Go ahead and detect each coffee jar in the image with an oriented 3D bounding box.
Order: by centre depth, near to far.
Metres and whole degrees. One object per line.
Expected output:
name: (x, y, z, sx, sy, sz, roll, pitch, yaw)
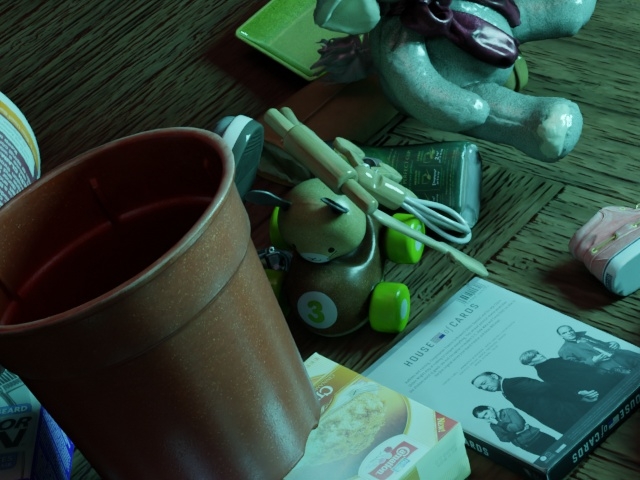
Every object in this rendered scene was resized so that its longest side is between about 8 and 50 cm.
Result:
coffee jar: (0.077, -0.060, 2.013, 0.184, 0.079, 0.096, 3, 84, 22)

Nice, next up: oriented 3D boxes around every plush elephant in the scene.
plush elephant: (0.125, -0.265, 2.001, 0.330, 0.255, 0.271, 5, 51, 20)

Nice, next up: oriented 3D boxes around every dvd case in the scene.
dvd case: (0.180, 0.129, 1.781, 0.179, 0.029, 0.239, -38, 41, -28)

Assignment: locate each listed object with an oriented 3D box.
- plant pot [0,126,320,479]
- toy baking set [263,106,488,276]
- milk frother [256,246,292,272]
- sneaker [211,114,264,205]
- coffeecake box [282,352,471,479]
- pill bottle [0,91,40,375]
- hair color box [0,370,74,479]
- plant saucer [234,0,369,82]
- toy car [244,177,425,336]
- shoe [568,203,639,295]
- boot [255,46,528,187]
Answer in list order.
plant pot: (-0.142, 0.087, 1.632, 0.272, 0.265, 0.272, -21, 30, 13)
toy baking set: (0.058, -0.057, 1.856, 0.256, 0.197, 0.030, 45, 109, 36)
milk frother: (-0.109, 0.000, 1.959, 0.143, 0.134, 0.129, -25, 62, -10)
sneaker: (-0.183, -0.025, 1.829, 0.178, 0.295, 0.124, 31, 23, 7)
coffeecake box: (0.019, 0.197, 1.711, 0.185, 0.068, 0.142, 23, 50, 40)
pill bottle: (-0.389, 0.023, 1.774, 0.224, 0.224, 0.392, -11, 35, 4)
hair color box: (-0.339, 0.189, 1.814, 0.185, 0.110, 0.338, -11, 34, 6)
plant saucer: (0.015, -0.271, 2.330, 0.188, 0.045, 0.188, -42, 41, -11)
toy car: (0.000, 0.000, 1.853, 0.155, 0.188, 0.149, 6, 70, 20)
shoe: (0.338, -0.017, 1.891, 0.178, 0.063, 0.081, -31, 44, -15)
boot: (0.072, -0.148, 2.149, 0.269, 0.089, 0.236, -39, 34, -29)
